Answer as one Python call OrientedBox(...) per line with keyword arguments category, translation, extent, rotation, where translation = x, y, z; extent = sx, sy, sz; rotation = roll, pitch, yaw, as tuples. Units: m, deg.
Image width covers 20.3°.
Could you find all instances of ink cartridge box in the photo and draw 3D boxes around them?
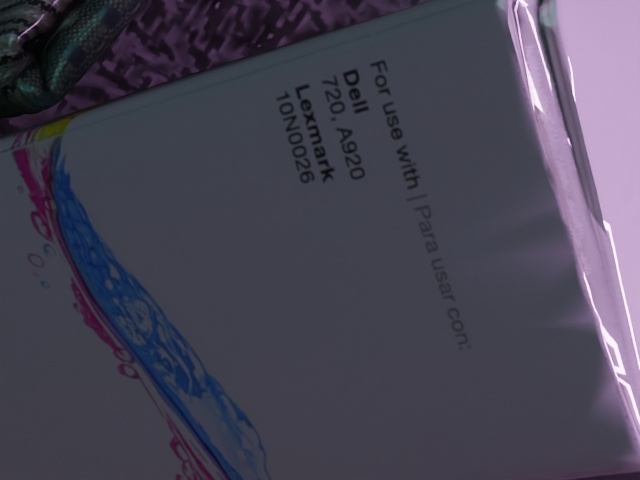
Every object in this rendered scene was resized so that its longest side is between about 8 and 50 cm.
OrientedBox(category="ink cartridge box", translation=(0.000, 0.000, 0.533), extent=(0.278, 0.201, 0.117), rotation=(-13, 97, 35))

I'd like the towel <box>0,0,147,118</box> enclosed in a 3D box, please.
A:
OrientedBox(category="towel", translation=(-0.084, -0.177, 0.702), extent=(0.324, 0.056, 0.312), rotation=(-55, 24, -16))
